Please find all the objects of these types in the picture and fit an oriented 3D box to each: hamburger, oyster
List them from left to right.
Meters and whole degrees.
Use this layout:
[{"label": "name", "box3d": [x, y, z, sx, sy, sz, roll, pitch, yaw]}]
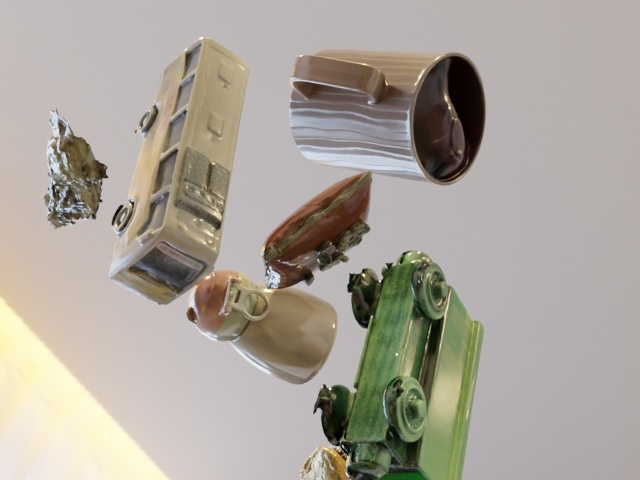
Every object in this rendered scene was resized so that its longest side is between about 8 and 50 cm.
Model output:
[{"label": "oyster", "box3d": [-0.293, -0.071, 1.073, 0.108, 0.053, 0.166, 31, -40, 19]}, {"label": "hamburger", "box3d": [0.024, 0.408, 1.497, 0.083, 0.147, 0.138, 3, -43, -33]}]

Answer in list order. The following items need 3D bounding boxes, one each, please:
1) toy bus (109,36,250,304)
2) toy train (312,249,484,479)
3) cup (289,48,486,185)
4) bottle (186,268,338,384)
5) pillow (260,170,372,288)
[{"label": "toy bus", "box3d": [-0.168, -0.093, 1.128, 0.097, 0.343, 0.138, 31, -44, -31]}, {"label": "toy train", "box3d": [0.101, 0.164, 1.070, 0.120, 0.301, 0.202, -8, -44, 29]}, {"label": "cup", "box3d": [0.090, -0.202, 1.468, 0.273, 0.288, 0.208, 13, -69, 38]}, {"label": "bottle", "box3d": [-0.104, 0.125, 1.456, 0.236, 0.148, 0.147, 26, -53, -21]}, {"label": "pillow", "box3d": [0.000, 0.000, 1.144, 0.075, 0.171, 0.179, 52, -11, 12]}]
